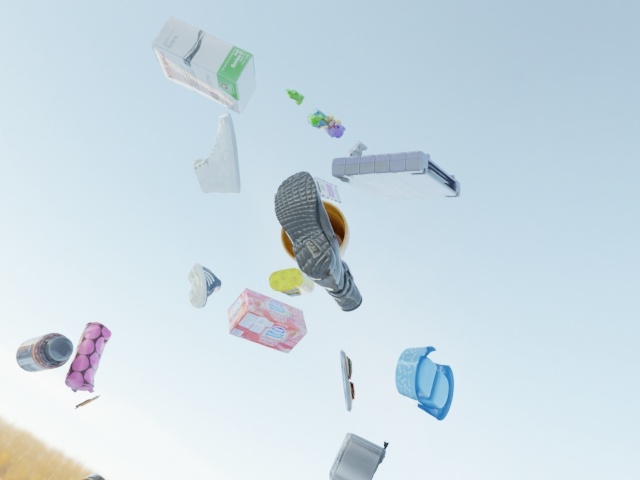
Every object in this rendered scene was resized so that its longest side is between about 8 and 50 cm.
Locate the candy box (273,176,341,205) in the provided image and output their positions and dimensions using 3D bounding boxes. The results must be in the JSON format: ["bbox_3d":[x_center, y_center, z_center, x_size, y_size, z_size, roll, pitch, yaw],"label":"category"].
[{"bbox_3d":[-0.039,-0.144,1.801,0.165,0.196,0.070,-20,-101,21],"label":"candy box"}]

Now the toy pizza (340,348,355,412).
[{"bbox_3d":[0.090,0.450,1.681,0.032,0.201,0.201,-6,-44,-1],"label":"toy pizza"}]

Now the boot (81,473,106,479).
[{"bbox_3d":[-0.401,0.586,0.971,0.305,0.112,0.115,40,11,22],"label":"boot"}]

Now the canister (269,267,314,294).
[{"bbox_3d":[-0.103,0.160,1.954,0.126,0.073,0.170,-13,-19,14],"label":"canister"}]

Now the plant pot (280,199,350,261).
[{"bbox_3d":[0.000,0.000,1.632,0.205,0.205,0.188,18,-12,18],"label":"plant pot"}]

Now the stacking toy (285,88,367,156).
[{"bbox_3d":[0.012,-0.308,1.393,0.221,0.052,0.167,23,22,-45],"label":"stacking toy"}]

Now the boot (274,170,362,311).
[{"bbox_3d":[-0.005,0.006,1.300,0.118,0.338,0.222,-22,-37,13],"label":"boot"}]

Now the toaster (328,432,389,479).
[{"bbox_3d":[0.124,0.752,1.762,0.146,0.227,0.129,26,-19,10],"label":"toaster"}]

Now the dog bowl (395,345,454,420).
[{"bbox_3d":[0.307,0.415,1.533,0.074,0.165,0.297,2,-32,36],"label":"dog bowl"}]

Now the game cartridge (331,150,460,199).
[{"bbox_3d":[0.201,-0.159,1.328,0.230,0.068,0.355,5,-3,28],"label":"game cartridge"}]

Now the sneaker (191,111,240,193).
[{"bbox_3d":[-0.383,-0.308,1.869,0.169,0.108,0.292,-2,-77,1],"label":"sneaker"}]

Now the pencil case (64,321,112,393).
[{"bbox_3d":[-0.712,0.360,1.614,0.095,0.209,0.098,-24,-45,34],"label":"pencil case"}]

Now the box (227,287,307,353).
[{"bbox_3d":[-0.222,0.338,2.189,0.300,0.142,0.154,26,-62,-29],"label":"box"}]

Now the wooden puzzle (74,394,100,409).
[{"bbox_3d":[-0.660,0.457,1.478,0.006,0.083,0.049,62,-7,12],"label":"wooden puzzle"}]

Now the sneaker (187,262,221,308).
[{"bbox_3d":[-0.550,0.229,2.539,0.148,0.350,0.131,28,-74,-26],"label":"sneaker"}]

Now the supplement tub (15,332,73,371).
[{"bbox_3d":[-0.797,0.325,1.519,0.198,0.106,0.106,-18,-59,38],"label":"supplement tub"}]

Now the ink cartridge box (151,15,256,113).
[{"bbox_3d":[-0.362,-0.554,1.661,0.289,0.121,0.211,26,-13,2],"label":"ink cartridge box"}]
